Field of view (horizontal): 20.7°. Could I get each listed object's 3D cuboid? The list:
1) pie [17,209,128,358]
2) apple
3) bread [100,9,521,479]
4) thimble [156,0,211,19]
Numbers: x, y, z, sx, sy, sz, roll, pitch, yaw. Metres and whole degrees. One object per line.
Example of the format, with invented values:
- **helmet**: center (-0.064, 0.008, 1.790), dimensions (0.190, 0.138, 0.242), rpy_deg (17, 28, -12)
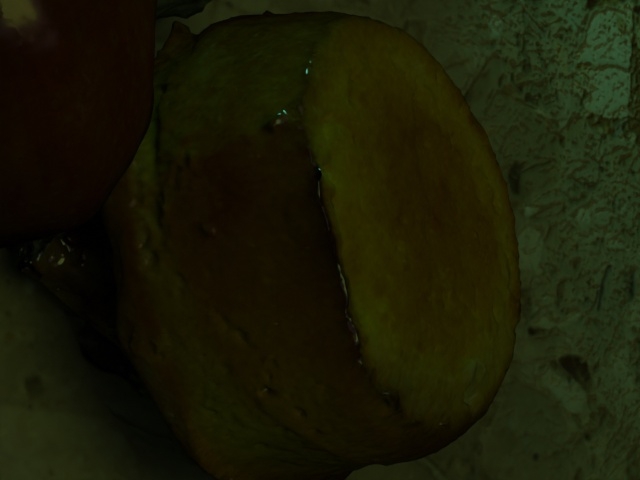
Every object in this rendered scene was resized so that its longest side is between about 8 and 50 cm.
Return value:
- **pie**: center (-0.117, 0.029, 1.079), dimensions (0.170, 0.034, 0.092), rpy_deg (45, 57, -35)
- **apple**: center (-0.191, -0.104, 0.921), dimensions (0.230, 0.230, 0.230), rpy_deg (9, 76, -41)
- **bread**: center (0.002, 0.005, 1.084), dimensions (0.312, 0.172, 0.312), rpy_deg (22, 64, -54)
- **thimble**: center (-0.118, -0.217, 1.058), dimensions (0.143, 0.137, 0.190), rpy_deg (-16, 105, -42)
